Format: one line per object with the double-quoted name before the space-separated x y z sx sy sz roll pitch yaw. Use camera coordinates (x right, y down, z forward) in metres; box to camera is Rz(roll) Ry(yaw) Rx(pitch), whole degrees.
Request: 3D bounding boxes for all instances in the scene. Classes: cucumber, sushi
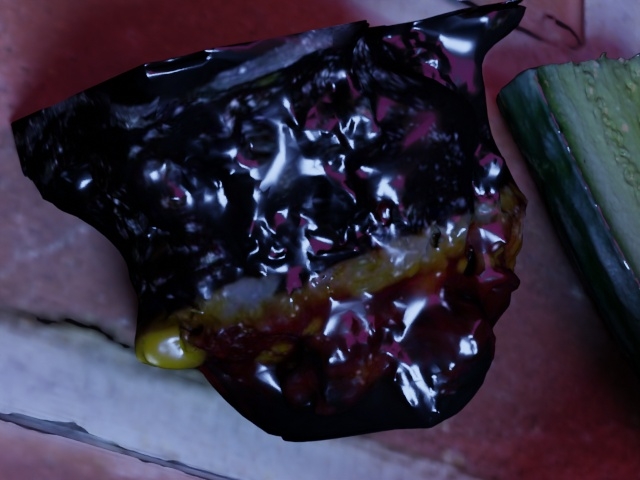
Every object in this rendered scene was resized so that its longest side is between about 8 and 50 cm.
"cucumber" 0.173 0.022 0.770 0.115 0.063 0.243 -21 83 -40
"sushi" 0.000 0.000 0.600 0.172 0.153 0.150 -15 93 -29
